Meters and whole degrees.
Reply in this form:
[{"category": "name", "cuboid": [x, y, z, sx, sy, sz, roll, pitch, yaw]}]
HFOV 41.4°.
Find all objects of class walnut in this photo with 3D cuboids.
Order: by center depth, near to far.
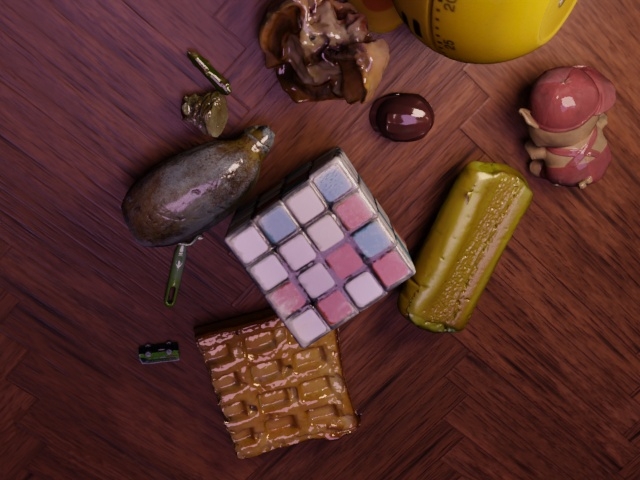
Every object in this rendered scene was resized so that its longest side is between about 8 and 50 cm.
[{"category": "walnut", "cuboid": [0.012, -0.336, 1.496, 0.238, 0.141, 0.204, 40, 146, 6]}]

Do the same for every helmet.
[{"category": "helmet", "cuboid": [0.161, -0.231, 1.625, 0.123, 0.070, 0.098, -6, 115, -9]}]

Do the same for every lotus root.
[{"category": "lotus root", "cuboid": [-0.214, -0.097, 1.566, 0.322, 0.140, 0.158, -30, 146, 2]}]

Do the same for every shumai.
[{"category": "shumai", "cuboid": [-0.220, -0.235, 1.565, 0.080, 0.082, 0.083, 10, 111, 26]}]

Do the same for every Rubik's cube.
[{"category": "Rubik's cube", "cuboid": [0.000, 0.001, 1.570, 0.253, 0.259, 0.256, -34, 100, 6]}]

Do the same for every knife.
[{"category": "knife", "cuboid": [-0.274, 0.042, 1.697, 0.054, 0.015, 0.212, 11, 110, -17]}]

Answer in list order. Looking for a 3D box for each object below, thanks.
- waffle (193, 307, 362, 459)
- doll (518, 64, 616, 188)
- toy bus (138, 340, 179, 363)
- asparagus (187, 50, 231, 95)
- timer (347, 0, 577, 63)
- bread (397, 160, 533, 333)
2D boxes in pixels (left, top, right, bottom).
[{"category": "waffle", "cuboid": [-0.084, 0.297, 1.816, 0.304, 0.077, 0.348, -14, 116, -5]}, {"category": "doll", "cuboid": [0.481, -0.228, 1.645, 0.196, 0.152, 0.256, -48, 135, -23]}, {"category": "toy bus", "cuboid": [-0.336, 0.235, 1.764, 0.083, 0.031, 0.037, -6, 125, -8]}, {"category": "asparagus", "cuboid": [-0.204, -0.309, 1.547, 0.025, 0.021, 0.108, -43, 114, 5]}, {"category": "timer", "cuboid": [0.238, -0.480, 1.407, 0.387, 0.376, 0.376, 33, 110, 23]}, {"category": "bread", "cuboid": [0.287, 0.014, 1.737, 0.166, 0.112, 0.383, 17, 109, -20]}]
